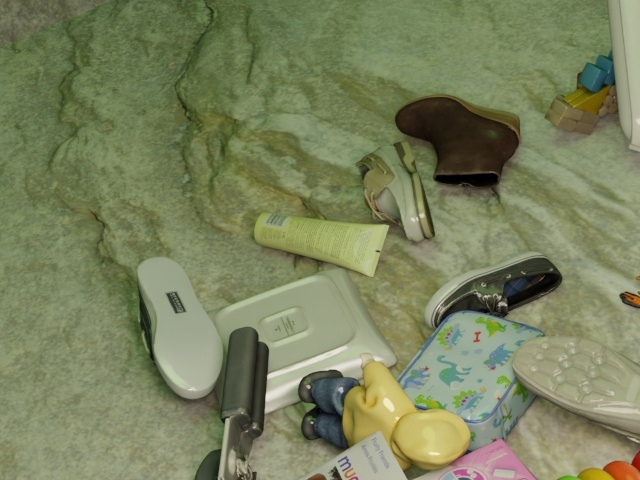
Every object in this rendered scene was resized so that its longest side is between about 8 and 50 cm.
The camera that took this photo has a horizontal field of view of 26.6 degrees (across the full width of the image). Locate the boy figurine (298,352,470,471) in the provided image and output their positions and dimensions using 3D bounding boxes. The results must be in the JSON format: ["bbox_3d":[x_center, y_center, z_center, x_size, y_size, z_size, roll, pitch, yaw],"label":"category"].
[{"bbox_3d":[0.082,0.239,1.827,0.092,0.177,0.285,-13,12,-37],"label":"boy figurine"}]

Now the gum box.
[{"bbox_3d":[0.192,0.341,1.752,0.188,0.062,0.107,-23,36,-12],"label":"gum box"}]

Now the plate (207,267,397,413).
[{"bbox_3d":[-0.052,0.148,2.128,0.278,0.045,0.277,-20,36,-6],"label":"plate"}]

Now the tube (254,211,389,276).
[{"bbox_3d":[0.000,0.000,2.306,0.240,0.070,0.062,10,28,31],"label":"tube"}]

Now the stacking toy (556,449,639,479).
[{"bbox_3d":[0.328,0.339,1.660,0.330,0.141,0.141,-20,35,-17],"label":"stacking toy"}]

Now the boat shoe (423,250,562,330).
[{"bbox_3d":[0.270,0.087,2.075,0.229,0.080,0.076,-20,33,-21],"label":"boat shoe"}]

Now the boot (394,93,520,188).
[{"bbox_3d":[0.229,-0.175,2.436,0.248,0.090,0.207,5,37,21],"label":"boot"}]

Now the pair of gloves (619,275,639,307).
[{"bbox_3d":[0.500,0.079,2.053,0.074,0.010,0.083,20,45,41],"label":"pair of gloves"}]

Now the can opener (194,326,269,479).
[{"bbox_3d":[-0.134,0.255,1.947,0.095,0.076,0.283,-15,44,19],"label":"can opener"}]

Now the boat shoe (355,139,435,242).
[{"bbox_3d":[0.127,-0.074,2.327,0.103,0.113,0.302,-15,24,2],"label":"boat shoe"}]

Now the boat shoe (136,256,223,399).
[{"bbox_3d":[-0.232,0.156,2.137,0.108,0.102,0.301,-7,41,-22],"label":"boat shoe"}]

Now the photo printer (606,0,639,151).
[{"bbox_3d":[0.631,-0.293,2.317,0.256,0.107,0.307,-3,77,2],"label":"photo printer"}]

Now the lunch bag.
[{"bbox_3d":[0.212,0.198,1.921,0.176,0.090,0.219,13,43,32],"label":"lunch bag"}]

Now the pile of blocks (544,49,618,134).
[{"bbox_3d":[0.548,-0.319,2.470,0.362,0.149,0.112,-26,36,-15],"label":"pile of blocks"}]

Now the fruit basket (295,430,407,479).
[{"bbox_3d":[-0.031,0.408,1.615,0.353,0.165,0.327,-35,36,4],"label":"fruit basket"}]

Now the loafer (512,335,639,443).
[{"bbox_3d":[0.405,0.215,1.789,0.319,0.111,0.112,20,61,26],"label":"loafer"}]
